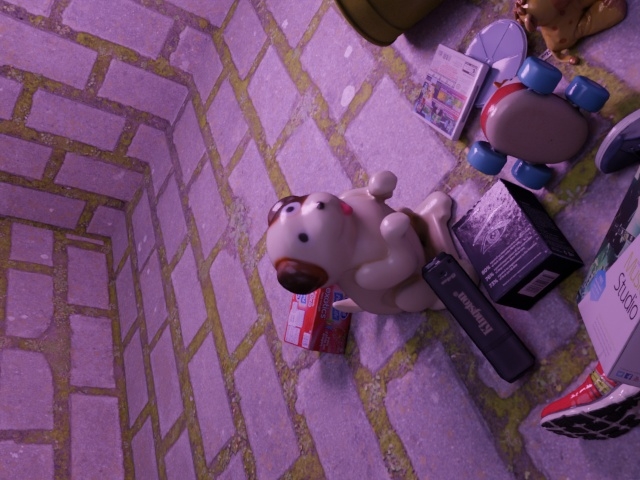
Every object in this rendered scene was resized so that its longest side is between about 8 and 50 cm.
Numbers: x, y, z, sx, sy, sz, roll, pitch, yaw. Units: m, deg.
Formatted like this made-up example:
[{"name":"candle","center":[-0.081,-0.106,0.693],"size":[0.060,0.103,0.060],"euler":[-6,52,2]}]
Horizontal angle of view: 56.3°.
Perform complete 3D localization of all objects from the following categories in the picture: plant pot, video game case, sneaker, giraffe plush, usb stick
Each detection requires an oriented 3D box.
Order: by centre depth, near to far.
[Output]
[{"name":"sneaker","center":[0.572,-0.151,0.973],"size":[0.226,0.086,0.164],"euler":[-46,42,34]},{"name":"sneaker","center":[0.480,0.234,0.977],"size":[0.279,0.107,0.118],"euler":[-43,28,34]},{"name":"usb stick","center":[0.303,0.147,1.160],"size":[0.077,0.045,0.278],"euler":[-41,79,21]},{"name":"giraffe plush","center":[0.459,-0.465,1.173],"size":[0.210,0.170,0.181],"euler":[-54,40,28]},{"name":"video game case","center":[0.307,-0.359,1.440],"size":[0.201,0.023,0.184],"euler":[55,132,53]},{"name":"plant pot","center":[0.232,-0.731,1.474],"size":[0.352,0.366,0.367],"euler":[-19,62,38]}]

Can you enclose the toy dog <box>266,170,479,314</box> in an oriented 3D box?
[{"name":"toy dog","center":[0.074,0.011,1.330],"size":[0.395,0.407,0.285],"euler":[-34,51,43]}]

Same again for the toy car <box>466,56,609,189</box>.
[{"name":"toy car","center":[0.393,-0.264,1.187],"size":[0.238,0.210,0.219],"euler":[-101,31,-51]}]

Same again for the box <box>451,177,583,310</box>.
[{"name":"box","center":[0.377,0.007,1.169],"size":[0.153,0.108,0.207],"euler":[-50,42,32]}]

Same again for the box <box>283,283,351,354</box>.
[{"name":"box","center":[0.004,0.167,1.620],"size":[0.128,0.122,0.257],"euler":[3,80,54]}]

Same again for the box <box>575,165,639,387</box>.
[{"name":"box","center":[0.487,0.020,0.886],"size":[0.232,0.058,0.322],"euler":[-68,-6,-63]}]

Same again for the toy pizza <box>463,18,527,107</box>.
[{"name":"toy pizza","center":[0.393,-0.399,1.360],"size":[0.201,0.032,0.201],"euler":[-25,59,54]}]
